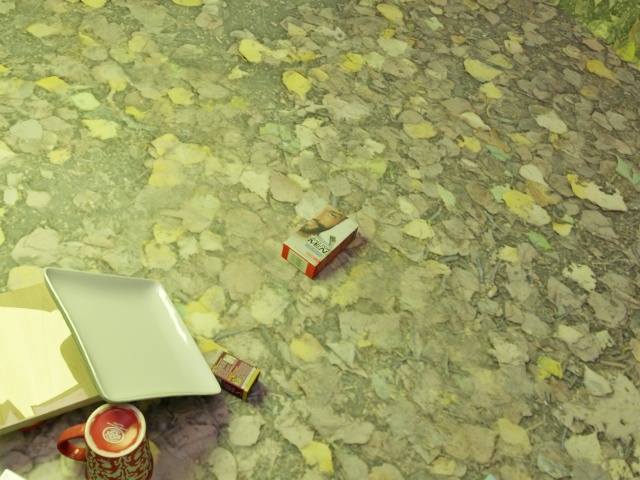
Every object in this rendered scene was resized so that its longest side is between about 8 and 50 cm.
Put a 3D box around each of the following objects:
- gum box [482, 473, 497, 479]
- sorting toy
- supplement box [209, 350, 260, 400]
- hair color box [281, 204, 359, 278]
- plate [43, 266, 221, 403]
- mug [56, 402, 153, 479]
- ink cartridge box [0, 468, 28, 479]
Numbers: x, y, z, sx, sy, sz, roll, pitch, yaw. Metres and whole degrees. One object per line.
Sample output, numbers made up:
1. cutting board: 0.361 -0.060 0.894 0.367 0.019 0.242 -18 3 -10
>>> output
1. gum box: 0.307 0.532 1.187 0.157 0.041 0.184 39 54 18
2. sorting toy: -0.490 0.207 1.224 0.255 0.089 0.257 -16 58 -25
3. supplement box: -0.164 0.258 1.292 0.083 0.043 0.055 27 51 8
4. hair color box: 0.000 0.000 1.535 0.093 0.053 0.167 35 51 16
5. plate: -0.331 0.172 1.189 0.278 0.045 0.277 53 18 26
6. mug: -0.346 0.343 1.097 0.150 0.169 0.113 -7 55 -20
7. ink cartridge box: -0.460 0.444 1.056 0.150 0.063 0.109 25 50 6
